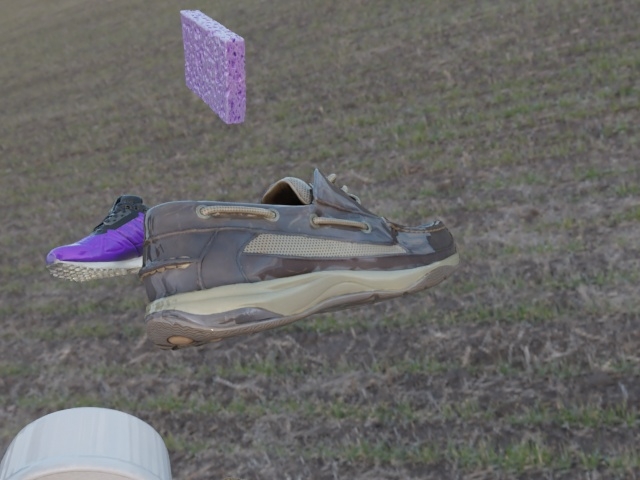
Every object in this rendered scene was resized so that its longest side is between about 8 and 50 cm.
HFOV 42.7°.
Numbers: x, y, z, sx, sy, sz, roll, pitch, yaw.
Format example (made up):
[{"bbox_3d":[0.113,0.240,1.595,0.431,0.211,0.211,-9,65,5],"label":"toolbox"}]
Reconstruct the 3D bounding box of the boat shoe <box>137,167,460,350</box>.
[{"bbox_3d":[0.000,0.000,0.719,0.132,0.130,0.355,-17,-5,41],"label":"boat shoe"}]

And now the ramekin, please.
[{"bbox_3d":[-0.351,0.378,1.224,0.277,0.277,0.135,-19,36,3],"label":"ramekin"}]

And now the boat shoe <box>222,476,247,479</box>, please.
[{"bbox_3d":[-0.080,0.426,1.288,0.178,0.060,0.064,21,77,9],"label":"boat shoe"}]

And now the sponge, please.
[{"bbox_3d":[-0.157,-0.255,1.184,0.031,0.117,0.210,-11,29,-23],"label":"sponge"}]

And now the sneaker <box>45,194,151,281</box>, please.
[{"bbox_3d":[-0.378,-0.010,1.522,0.293,0.146,0.102,-6,-9,-46],"label":"sneaker"}]
